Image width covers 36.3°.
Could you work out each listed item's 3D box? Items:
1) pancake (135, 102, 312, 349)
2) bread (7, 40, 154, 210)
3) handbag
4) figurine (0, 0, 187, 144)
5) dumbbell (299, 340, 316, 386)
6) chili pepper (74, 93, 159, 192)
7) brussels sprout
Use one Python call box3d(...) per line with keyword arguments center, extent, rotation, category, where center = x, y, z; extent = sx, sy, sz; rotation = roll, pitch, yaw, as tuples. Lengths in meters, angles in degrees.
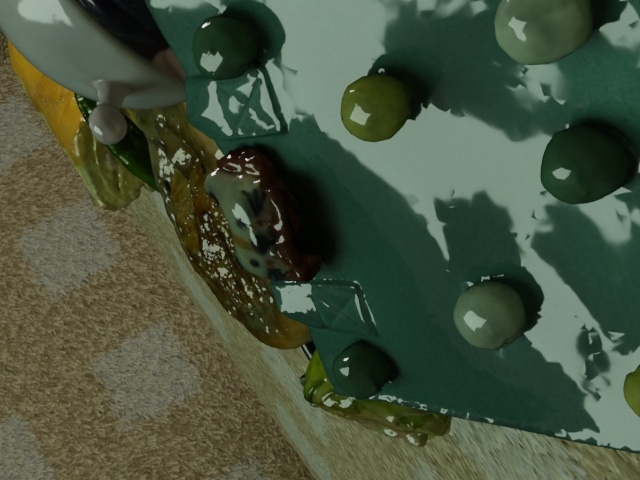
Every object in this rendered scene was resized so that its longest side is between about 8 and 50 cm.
box3d(center=(-0.117, -0.041, 1.146), extent=(0.387, 0.082, 0.387), rotation=(46, 152, 34), category="pancake")
box3d(center=(-0.419, -0.246, 1.742), extent=(0.375, 0.165, 0.237), rotation=(47, 161, 43), category="bread")
box3d(center=(0.060, -0.023, 0.455), extent=(0.274, 0.100, 0.269), rotation=(-3, 122, 41), category="handbag")
box3d(center=(-0.181, -0.246, 0.808), extent=(0.253, 0.211, 0.361), rotation=(6, -151, -46), category="figurine")
box3d(center=(-0.022, 0.131, 1.361), extent=(0.254, 0.081, 0.081), rotation=(59, 167, 1), category="dumbbell")
box3d(center=(-0.245, -0.122, 1.404), extent=(0.359, 0.076, 0.085), rotation=(43, -166, -54), category="chili pepper")
box3d(center=(0.067, 0.128, 0.966), extent=(0.151, 0.122, 0.149), rotation=(21, 170, 3), category="brussels sprout")
